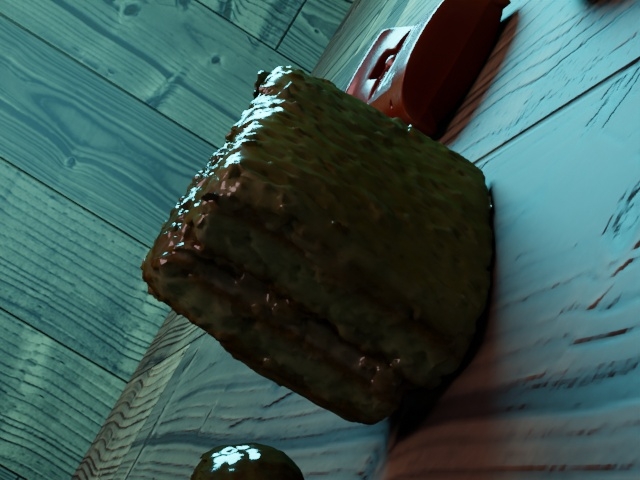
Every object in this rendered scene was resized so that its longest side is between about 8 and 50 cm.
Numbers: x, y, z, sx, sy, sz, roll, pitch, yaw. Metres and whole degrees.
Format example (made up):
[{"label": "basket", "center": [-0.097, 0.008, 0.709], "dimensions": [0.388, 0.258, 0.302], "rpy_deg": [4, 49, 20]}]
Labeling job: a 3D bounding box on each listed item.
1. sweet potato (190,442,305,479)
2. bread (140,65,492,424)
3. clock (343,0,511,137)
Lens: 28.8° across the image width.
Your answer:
[{"label": "sweet potato", "center": [-0.034, 0.152, 0.488], "dimensions": [0.233, 0.062, 0.081], "rpy_deg": [-83, 10, -65]}, {"label": "bread", "center": [0.000, 0.000, 0.583], "dimensions": [0.102, 0.138, 0.196], "rpy_deg": [-60, 7, 21]}, {"label": "clock", "center": [0.070, -0.124, 0.910], "dimensions": [0.113, 0.061, 0.155], "rpy_deg": [-59, 10, -11]}]
